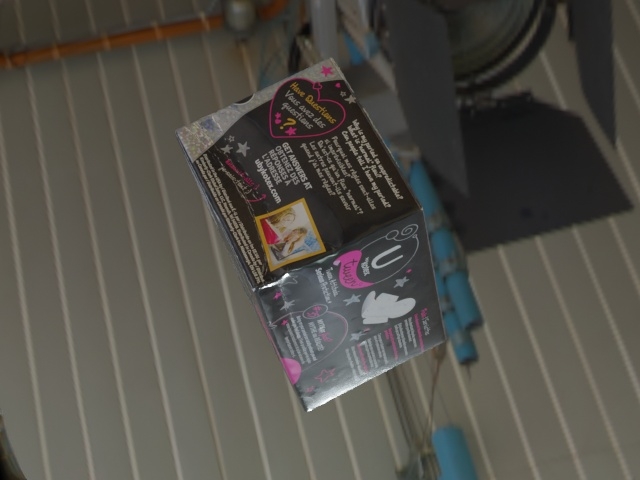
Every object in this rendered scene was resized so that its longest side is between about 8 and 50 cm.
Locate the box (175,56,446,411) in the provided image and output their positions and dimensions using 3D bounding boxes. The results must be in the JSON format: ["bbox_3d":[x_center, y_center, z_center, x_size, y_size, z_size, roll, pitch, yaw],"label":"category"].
[{"bbox_3d":[0.000,0.000,1.147,0.142,0.247,0.163,-25,-118,-5],"label":"box"}]

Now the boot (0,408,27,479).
[{"bbox_3d":[-0.269,0.234,1.047,0.123,0.095,0.258,-21,-118,4],"label":"boot"}]
